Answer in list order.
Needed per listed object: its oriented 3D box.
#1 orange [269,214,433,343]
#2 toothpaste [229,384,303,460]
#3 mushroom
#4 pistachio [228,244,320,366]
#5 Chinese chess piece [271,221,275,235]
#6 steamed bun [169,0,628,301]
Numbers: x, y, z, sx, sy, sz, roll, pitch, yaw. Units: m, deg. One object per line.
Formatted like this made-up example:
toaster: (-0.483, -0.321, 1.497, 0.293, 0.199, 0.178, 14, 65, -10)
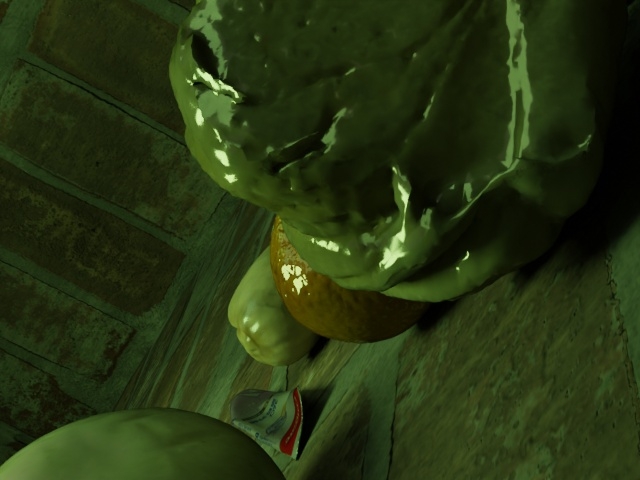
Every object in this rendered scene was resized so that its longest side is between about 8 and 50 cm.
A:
orange: (0.038, 0.006, 1.027, 0.178, 0.155, 0.177, -19, 51, 25)
toothpaste: (-0.063, 0.208, 1.337, 0.075, 0.048, 0.301, -59, 11, -13)
mushroom: (-0.182, 0.285, 1.022, 0.315, 0.315, 0.356, -65, 10, -22)
pistachio: (-0.038, 0.076, 1.403, 0.145, 0.117, 0.200, -13, 24, 22)
Chinese chess piece: (0.000, 0.000, 1.367, 0.122, 0.122, 0.051, -83, 4, -65)
steamed bun: (0.062, -0.124, 0.862, 0.324, 0.372, 0.230, -57, -23, -9)
